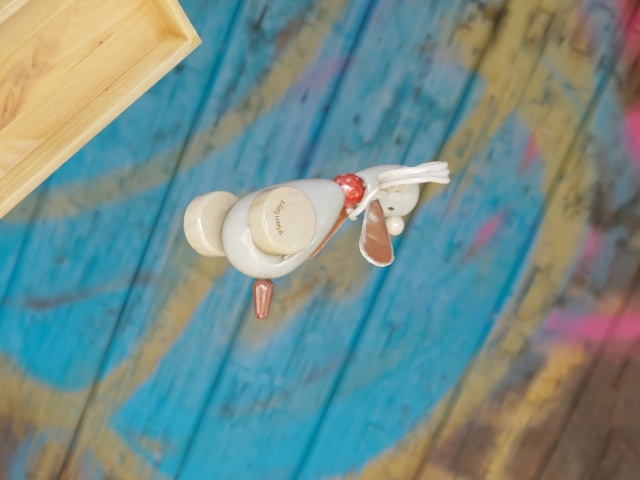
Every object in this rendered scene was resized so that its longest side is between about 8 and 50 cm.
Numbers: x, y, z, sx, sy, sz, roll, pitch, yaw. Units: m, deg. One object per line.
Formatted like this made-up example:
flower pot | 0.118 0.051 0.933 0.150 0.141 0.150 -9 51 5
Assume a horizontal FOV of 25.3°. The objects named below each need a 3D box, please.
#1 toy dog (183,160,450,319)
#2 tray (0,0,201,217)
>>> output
toy dog | 0.000 0.000 1.784 0.333 0.161 0.220 -9 6 -21
tray | -0.354 -0.201 1.738 0.076 0.411 0.203 23 -30 50
